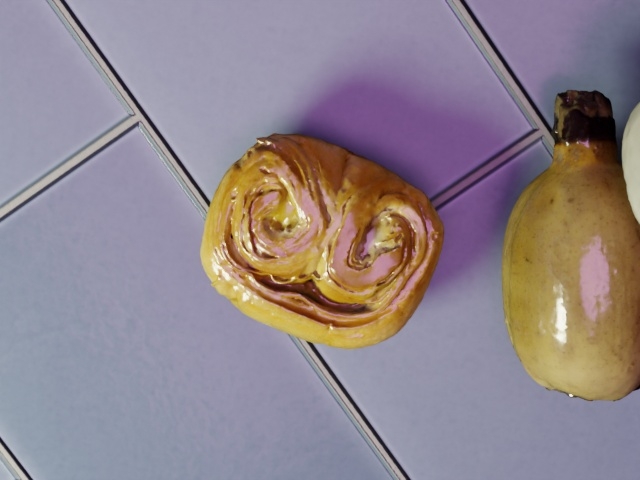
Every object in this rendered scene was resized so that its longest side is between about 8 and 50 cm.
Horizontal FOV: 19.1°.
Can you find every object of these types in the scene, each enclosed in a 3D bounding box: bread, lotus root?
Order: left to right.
[{"bbox_3d":[-0.001,0.003,1.922,0.236,0.120,0.198,23,100,-4],"label":"bread"},{"bbox_3d":[0.266,0.006,1.892,0.182,0.183,0.310,-1,99,0],"label":"lotus root"}]

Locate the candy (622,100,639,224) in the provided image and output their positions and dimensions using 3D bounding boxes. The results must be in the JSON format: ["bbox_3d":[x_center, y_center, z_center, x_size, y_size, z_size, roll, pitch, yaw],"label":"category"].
[{"bbox_3d":[0.506,-0.053,1.753,0.426,0.386,0.186,-11,61,15],"label":"candy"}]
